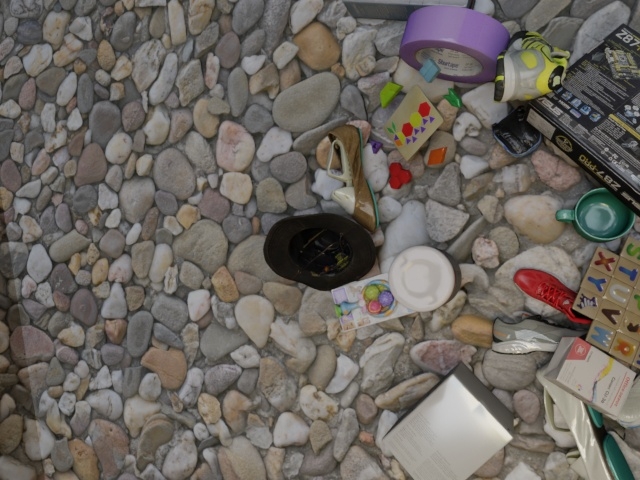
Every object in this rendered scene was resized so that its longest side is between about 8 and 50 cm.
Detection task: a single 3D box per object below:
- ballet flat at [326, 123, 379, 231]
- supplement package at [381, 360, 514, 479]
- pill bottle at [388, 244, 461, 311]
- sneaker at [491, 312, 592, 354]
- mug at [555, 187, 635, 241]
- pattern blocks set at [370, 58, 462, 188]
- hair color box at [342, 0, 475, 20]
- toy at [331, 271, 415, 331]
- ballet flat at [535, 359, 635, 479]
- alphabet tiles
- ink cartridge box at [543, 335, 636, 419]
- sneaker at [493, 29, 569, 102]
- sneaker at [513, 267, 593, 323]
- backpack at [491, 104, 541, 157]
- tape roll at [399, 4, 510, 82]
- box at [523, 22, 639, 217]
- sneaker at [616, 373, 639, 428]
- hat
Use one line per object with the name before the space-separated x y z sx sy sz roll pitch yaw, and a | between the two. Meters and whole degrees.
ballet flat | 0.082 -0.186 1.443 0.123 0.116 0.343 -7 81 -19
supplement package | 0.340 0.494 1.268 0.199 0.198 0.263 46 104 18
pill bottle | 0.286 0.098 1.267 0.160 0.283 0.161 -1 86 22
sneaker | 0.581 0.239 1.243 0.271 0.100 0.108 -6 77 20
mug | 0.693 -0.067 1.211 0.157 0.097 0.130 36 97 21
pattern blocks set | 0.259 -0.327 1.361 0.324 0.026 0.286 -38 72 48
hair color box | 0.271 -0.760 1.416 0.374 0.113 0.186 15 93 23
toy | 0.152 0.181 1.439 0.237 0.056 0.137 -20 81 20
ballet flat | 0.655 0.487 1.195 0.139 0.139 0.401 -23 75 19
alphabet tiles | 0.785 0.164 1.137 0.342 0.011 0.285 27 80 6
ink cartridge box | 0.643 0.324 1.120 0.198 0.067 0.115 31 79 2
sneaker | 0.525 -0.421 1.181 0.147 0.385 0.145 9 128 24
sneaker | 0.601 0.136 1.222 0.221 0.128 0.087 27 97 21
backpack | 0.534 -0.282 1.297 0.105 0.084 0.114 -36 70 17
tape roll | 0.353 -0.514 1.280 0.274 0.274 0.090 18 93 22
box | 0.752 -0.291 1.151 0.318 0.097 0.395 -41 69 1
sneaker | 0.808 0.361 1.164 0.237 0.086 0.085 -41 45 3
hat | 0.000 0.000 1.436 0.331 0.331 0.134 -20 41 19
